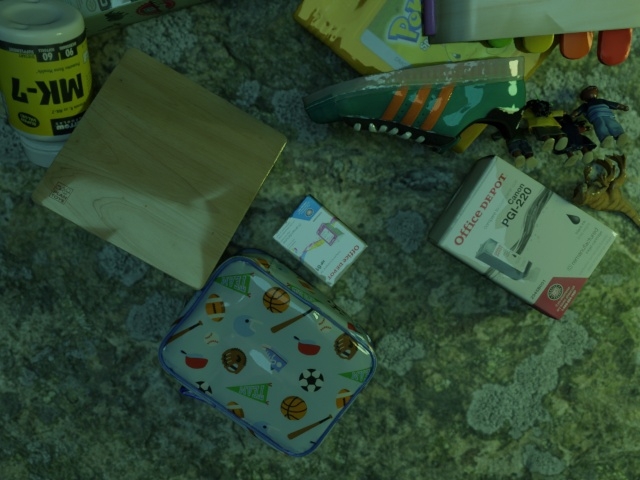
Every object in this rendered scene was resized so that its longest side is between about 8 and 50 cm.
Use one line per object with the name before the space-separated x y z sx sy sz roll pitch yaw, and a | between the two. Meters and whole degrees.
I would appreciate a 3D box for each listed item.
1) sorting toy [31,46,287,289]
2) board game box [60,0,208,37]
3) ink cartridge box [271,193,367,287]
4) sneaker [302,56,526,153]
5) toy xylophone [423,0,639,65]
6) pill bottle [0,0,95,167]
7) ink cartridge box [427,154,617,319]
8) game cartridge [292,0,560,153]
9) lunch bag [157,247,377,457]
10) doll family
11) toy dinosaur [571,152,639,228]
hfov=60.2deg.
sorting toy | -0.224 -0.098 0.809 0.257 0.089 0.255 30 80 -6
board game box | -0.289 -0.440 0.800 0.304 0.097 0.223 -15 96 4
ink cartridge box | 0.000 0.000 0.858 0.122 0.052 0.088 40 94 -4
sneaker | 0.129 -0.173 0.758 0.302 0.108 0.121 -6 104 6
toy xylophone | 0.294 -0.350 0.696 0.323 0.081 0.236 5 110 3
pill bottle | -0.379 -0.213 0.768 0.119 0.119 0.208 11 133 0
ink cartridge box | 0.297 -0.007 0.834 0.218 0.092 0.158 32 95 0
game cartridge | 0.170 -0.330 0.780 0.324 0.052 0.285 36 108 -10
lunch bag | -0.085 0.170 0.847 0.303 0.115 0.243 37 97 -3
doll family | 0.356 -0.173 0.821 0.193 0.111 0.076 -1 140 -5
toy dinosaur | 0.439 -0.068 0.840 0.212 0.064 0.112 12 88 -30
